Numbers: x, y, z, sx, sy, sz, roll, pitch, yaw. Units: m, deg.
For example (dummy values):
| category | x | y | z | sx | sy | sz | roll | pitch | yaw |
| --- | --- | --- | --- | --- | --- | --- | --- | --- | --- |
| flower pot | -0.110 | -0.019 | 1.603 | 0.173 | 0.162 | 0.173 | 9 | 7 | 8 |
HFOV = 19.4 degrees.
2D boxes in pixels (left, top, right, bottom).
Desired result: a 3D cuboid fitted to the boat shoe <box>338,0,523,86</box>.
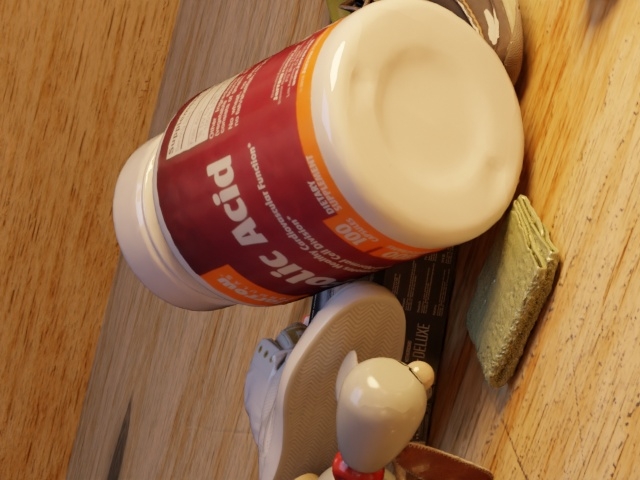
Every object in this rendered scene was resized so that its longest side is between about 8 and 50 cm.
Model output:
| category | x | y | z | sx | sy | sz | roll | pitch | yaw |
| --- | --- | --- | --- | --- | --- | --- | --- | --- | --- |
| boat shoe | 0.075 | -0.251 | 1.810 | 0.355 | 0.130 | 0.132 | -123 | 26 | -43 |

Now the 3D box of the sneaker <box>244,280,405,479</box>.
| category | x | y | z | sx | sy | sz | roll | pitch | yaw |
| --- | --- | --- | --- | --- | --- | --- | --- | --- | --- |
| sneaker | -0.011 | 0.116 | 1.796 | 0.169 | 0.108 | 0.292 | -108 | 32 | -48 |

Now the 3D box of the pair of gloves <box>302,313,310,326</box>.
| category | x | y | z | sx | sy | sz | roll | pitch | yaw |
| --- | --- | --- | --- | --- | --- | --- | --- | --- | --- |
| pair of gloves | -0.004 | 0.168 | 2.205 | 0.159 | 0.023 | 0.198 | -152 | 72 | -73 |

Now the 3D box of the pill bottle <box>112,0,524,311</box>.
| category | x | y | z | sx | sy | sz | roll | pitch | yaw |
| --- | --- | --- | --- | --- | --- | --- | --- | --- | --- |
| pill bottle | -0.017 | -0.062 | 1.742 | 0.392 | 0.224 | 0.224 | -21 | 58 | 51 |

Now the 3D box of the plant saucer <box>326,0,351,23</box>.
| category | x | y | z | sx | sy | sz | roll | pitch | yaw |
| --- | --- | --- | --- | --- | --- | --- | --- | --- | --- |
| plant saucer | 0.063 | -0.217 | 2.001 | 0.241 | 0.037 | 0.241 | 158 | 90 | -80 |

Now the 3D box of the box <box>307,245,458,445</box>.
| category | x | y | z | sx | sy | sz | roll | pitch | yaw |
| --- | --- | --- | --- | --- | --- | --- | --- | --- | --- |
| box | 0.060 | 0.055 | 1.925 | 0.242 | 0.076 | 0.307 | -176 | 96 | -74 |

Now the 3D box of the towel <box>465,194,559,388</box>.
| category | x | y | z | sx | sy | sz | roll | pitch | yaw |
| --- | --- | --- | --- | --- | --- | --- | --- | --- | --- |
| towel | 0.166 | 0.045 | 1.628 | 0.110 | 0.027 | 0.148 | -104 | 29 | -56 |

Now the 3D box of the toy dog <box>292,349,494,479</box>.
| category | x | y | z | sx | sy | sz | roll | pitch | yaw |
| --- | --- | --- | --- | --- | --- | --- | --- | --- | --- |
| toy dog | 0.066 | 0.208 | 1.665 | 0.161 | 0.220 | 0.334 | -36 | -4 | -33 |
